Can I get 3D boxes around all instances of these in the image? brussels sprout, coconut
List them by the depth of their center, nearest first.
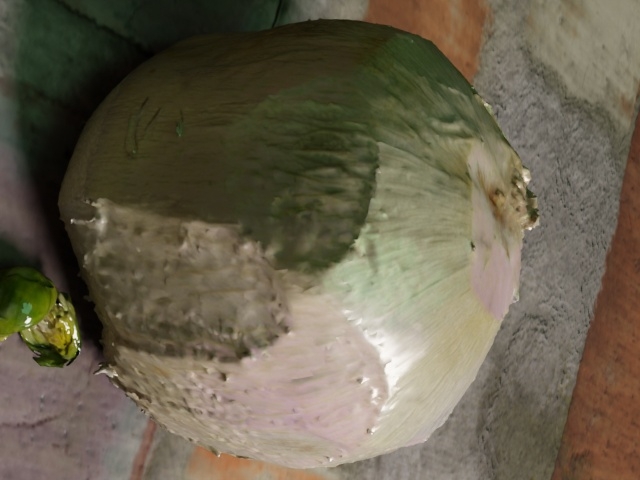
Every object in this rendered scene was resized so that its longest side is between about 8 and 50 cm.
[{"bbox_3d":[-0.177,0.045,0.940,0.083,0.046,0.051,49,53,-61],"label":"brussels sprout"},{"bbox_3d":[0.000,0.000,0.991,0.297,0.254,0.297,-28,122,-58],"label":"coconut"}]
